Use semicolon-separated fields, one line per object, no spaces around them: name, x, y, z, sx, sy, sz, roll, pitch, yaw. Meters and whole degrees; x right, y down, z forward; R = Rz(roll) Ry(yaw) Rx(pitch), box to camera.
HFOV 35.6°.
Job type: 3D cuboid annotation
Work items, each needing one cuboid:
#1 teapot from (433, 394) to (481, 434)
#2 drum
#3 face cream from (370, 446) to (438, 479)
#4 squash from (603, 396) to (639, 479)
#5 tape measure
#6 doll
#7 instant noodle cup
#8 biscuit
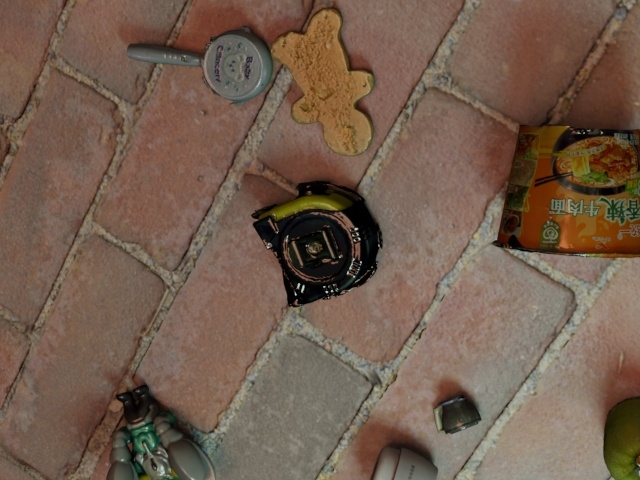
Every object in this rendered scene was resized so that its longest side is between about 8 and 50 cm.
teapot;0.224;0.293;1.675;0.088;0.066;0.057;-35;71;45
drum;-0.197;-0.318;1.657;0.253;0.049;0.130;25;110;11
face cream;0.138;0.413;1.699;0.104;0.117;0.117;19;109;4
squash;0.492;0.320;1.524;0.123;0.187;0.123;2;98;16
tape measure;0.000;0.000;1.643;0.186;0.112;0.199;-23;97;20
doll;-0.319;0.411;1.831;0.258;0.153;0.195;42;99;9
instant noodle cup;0.371;-0.074;1.450;0.230;0.230;0.182;5;96;17
biscuit;0.014;-0.246;1.616;0.153;0.030;0.234;-25;95;23
